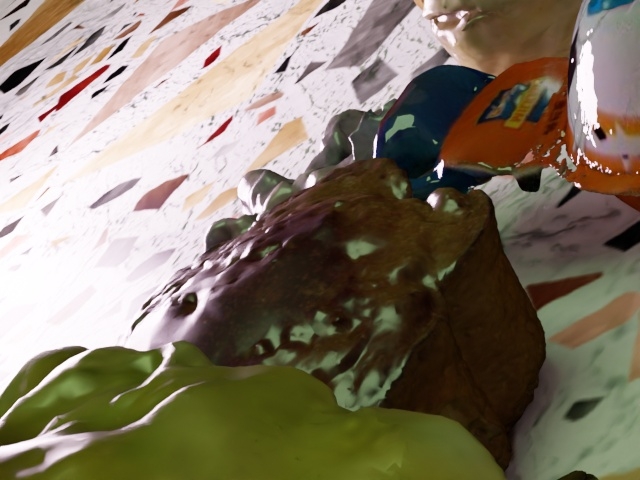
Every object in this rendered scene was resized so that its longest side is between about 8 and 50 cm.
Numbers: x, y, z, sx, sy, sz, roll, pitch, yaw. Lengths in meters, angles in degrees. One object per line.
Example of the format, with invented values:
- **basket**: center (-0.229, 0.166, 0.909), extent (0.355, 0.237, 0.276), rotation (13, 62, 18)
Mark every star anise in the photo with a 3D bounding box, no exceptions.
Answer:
- **star anise**: center (0.000, 0.000, 1.069), extent (0.229, 0.093, 0.236), rotation (-10, 32, 52)

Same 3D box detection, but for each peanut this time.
- **peanut**: center (0.192, -0.225, 1.174), extent (0.313, 0.149, 0.149), rotation (-40, 21, -5)

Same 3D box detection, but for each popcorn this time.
- **popcorn**: center (-0.080, 0.185, 0.564), extent (0.334, 0.294, 0.292), rotation (112, -178, -69)

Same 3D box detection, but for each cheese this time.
- **cheese**: center (0.167, -0.078, 0.899), extent (0.329, 0.129, 0.217), rotation (-12, 30, 41)

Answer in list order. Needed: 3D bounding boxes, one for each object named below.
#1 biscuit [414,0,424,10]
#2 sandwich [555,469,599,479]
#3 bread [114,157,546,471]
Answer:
- **biscuit**: center (0.157, -0.243, 1.270), extent (0.236, 0.144, 0.040), rotation (-41, 47, -7)
- **sandwich**: center (0.070, 0.151, 0.663), extent (0.116, 0.074, 0.074), rotation (-33, 21, 15)
- **bread**: center (-0.010, 0.075, 0.866), extent (0.247, 0.135, 0.232), rotation (-42, 21, -11)
